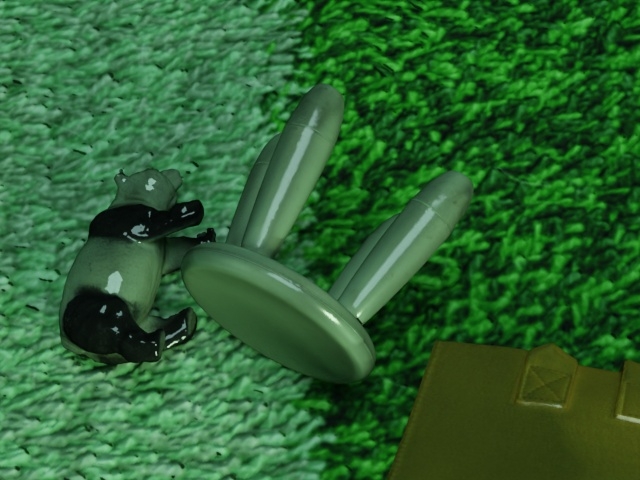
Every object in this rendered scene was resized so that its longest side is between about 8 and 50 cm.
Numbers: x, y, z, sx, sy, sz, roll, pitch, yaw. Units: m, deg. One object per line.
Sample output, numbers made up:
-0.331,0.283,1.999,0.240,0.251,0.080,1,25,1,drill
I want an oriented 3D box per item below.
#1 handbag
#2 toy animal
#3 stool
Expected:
0.263,0.210,1.346,0.401,0.133,0.283,6,38,15,handbag
-0.172,0.021,1.526,0.121,0.094,0.225,7,63,14,toy animal
0.000,0.000,1.470,0.195,0.195,0.198,32,67,-5,stool
